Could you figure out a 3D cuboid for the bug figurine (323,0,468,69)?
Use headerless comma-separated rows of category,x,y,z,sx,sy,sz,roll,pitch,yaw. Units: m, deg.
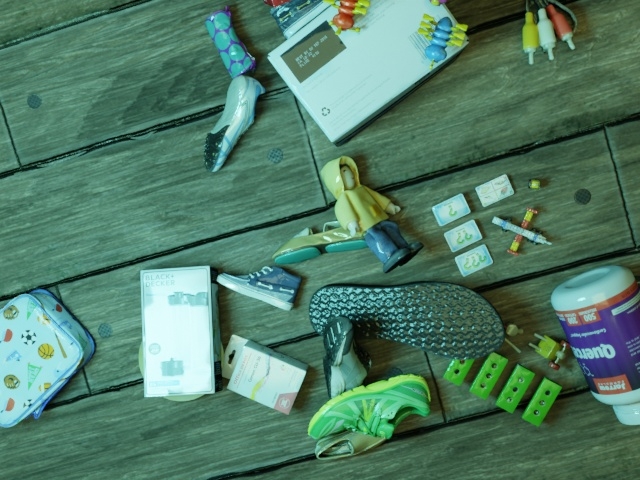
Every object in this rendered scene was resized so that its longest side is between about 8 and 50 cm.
bug figurine,0.157,-0.460,1.443,0.279,0.072,0.216,22,89,8

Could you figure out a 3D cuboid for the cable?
cable,0.475,-0.533,1.642,0.139,0.072,0.287,-19,93,0

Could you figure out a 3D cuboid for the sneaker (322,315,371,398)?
sneaker,0.062,0.254,1.684,0.108,0.271,0.100,-8,51,-6

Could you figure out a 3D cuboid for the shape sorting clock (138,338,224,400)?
shape sorting clock,-0.330,0.278,1.792,0.206,0.040,0.206,-1,83,5

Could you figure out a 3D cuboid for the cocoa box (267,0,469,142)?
cocoa box,0.102,-0.391,1.604,0.347,0.228,0.231,-36,90,6

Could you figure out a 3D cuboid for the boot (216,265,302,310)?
boot,-0.141,0.092,1.755,0.190,0.069,0.086,21,89,-6

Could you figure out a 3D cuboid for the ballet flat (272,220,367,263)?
ballet flat,0.000,0.000,1.737,0.232,0.080,0.073,-11,66,3

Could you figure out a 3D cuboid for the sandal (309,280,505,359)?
sandal,0.198,0.163,1.722,0.445,0.107,0.168,7,97,17

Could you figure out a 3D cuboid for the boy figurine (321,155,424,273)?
boy figurine,0.108,-0.067,1.678,0.285,0.177,0.092,56,135,15

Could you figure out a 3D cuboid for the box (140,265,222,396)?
box,-0.320,0.208,1.734,0.169,0.087,0.290,-3,83,5

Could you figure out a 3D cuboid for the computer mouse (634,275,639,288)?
computer mouse,0.762,0.180,1.704,0.071,0.041,0.242,-31,99,15

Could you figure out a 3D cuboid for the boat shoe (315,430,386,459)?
boat shoe,0.079,0.475,1.762,0.190,0.072,0.068,-24,93,6

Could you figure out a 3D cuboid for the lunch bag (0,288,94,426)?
lunch bag,-0.704,0.285,1.789,0.303,0.115,0.243,-43,93,6

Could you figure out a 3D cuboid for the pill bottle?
pill bottle,0.645,0.228,1.640,0.181,0.181,0.323,-25,92,6

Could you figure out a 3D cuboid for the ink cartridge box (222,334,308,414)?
ink cartridge box,-0.141,0.312,1.767,0.198,0.067,0.115,22,97,3

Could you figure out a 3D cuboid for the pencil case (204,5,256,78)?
pencil case,-0.202,-0.445,1.706,0.070,0.064,0.152,-27,93,22

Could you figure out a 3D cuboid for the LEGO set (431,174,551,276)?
LEGO set,0.400,-0.043,1.700,0.244,0.060,0.182,-25,96,6

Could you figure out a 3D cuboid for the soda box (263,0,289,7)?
soda box,-0.008,-0.596,1.625,0.263,0.083,0.092,-25,119,-8

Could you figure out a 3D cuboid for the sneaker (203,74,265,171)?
sneaker,-0.197,-0.259,1.720,0.086,0.085,0.237,14,110,-38

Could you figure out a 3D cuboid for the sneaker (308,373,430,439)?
sneaker,0.112,0.395,1.707,0.295,0.109,0.124,-20,64,-1

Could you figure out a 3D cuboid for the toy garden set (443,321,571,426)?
toy garden set,0.437,0.278,1.731,0.244,0.049,0.204,28,98,2

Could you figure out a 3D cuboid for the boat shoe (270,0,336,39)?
boat shoe,-0.023,-0.535,1.684,0.183,0.065,0.083,-35,89,6
